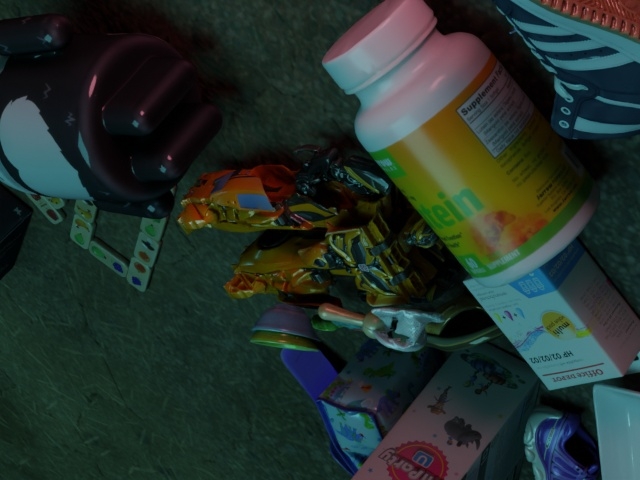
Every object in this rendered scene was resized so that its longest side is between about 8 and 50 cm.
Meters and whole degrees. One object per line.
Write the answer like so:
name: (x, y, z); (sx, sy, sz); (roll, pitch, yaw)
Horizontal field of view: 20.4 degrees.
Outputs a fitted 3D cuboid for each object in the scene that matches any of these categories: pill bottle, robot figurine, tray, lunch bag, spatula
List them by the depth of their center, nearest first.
pill bottle: (0.116, -0.091, 1.528); (0.245, 0.136, 0.136); (49, 146, -12)
tray: (0.346, 0.260, 1.736); (0.145, 0.030, 0.270); (10, 123, 34)
robot figurine: (0.000, 0.000, 1.794); (0.291, 0.085, 0.211); (2, 136, 44)
robot figurine: (-0.235, -0.123, 1.805); (0.278, 0.174, 0.209); (5, 97, 41)
lunch bag: (0.074, 0.186, 1.897); (0.096, 0.129, 0.151); (12, 139, 38)
spatula: (0.073, 0.211, 2.018); (0.296, 0.030, 0.084); (37, 144, 6)

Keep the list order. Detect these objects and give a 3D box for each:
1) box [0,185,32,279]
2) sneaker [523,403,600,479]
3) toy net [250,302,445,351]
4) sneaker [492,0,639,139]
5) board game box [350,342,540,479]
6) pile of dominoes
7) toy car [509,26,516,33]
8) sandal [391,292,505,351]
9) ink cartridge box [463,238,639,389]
box: (-0.452, 0.019, 2.206); (0.093, 0.156, 0.158); (40, 147, 4)
sneaker: (0.261, 0.244, 1.839); (0.071, 0.068, 0.170); (4, 132, 35)
toy net: (0.041, 0.094, 1.786); (0.232, 0.045, 0.122); (0, 167, 45)
sneaker: (0.180, -0.169, 1.361); (0.282, 0.099, 0.153); (26, 152, -16)
board game box: (0.101, 0.276, 1.817); (0.098, 0.303, 0.224); (27, 144, 20)
pile of dominoes: (-0.269, -0.049, 2.051); (0.196, 0.040, 0.251); (35, 146, 8)
toy car: (0.136, -0.213, 1.455); (0.122, 0.040, 0.060); (32, 146, 14)
sandal: (0.134, 0.078, 1.782); (0.180, 0.072, 0.049); (-2, 106, 51)
ink cartridge box: (0.233, 0.078, 1.675); (0.181, 0.061, 0.104); (50, 146, -15)
